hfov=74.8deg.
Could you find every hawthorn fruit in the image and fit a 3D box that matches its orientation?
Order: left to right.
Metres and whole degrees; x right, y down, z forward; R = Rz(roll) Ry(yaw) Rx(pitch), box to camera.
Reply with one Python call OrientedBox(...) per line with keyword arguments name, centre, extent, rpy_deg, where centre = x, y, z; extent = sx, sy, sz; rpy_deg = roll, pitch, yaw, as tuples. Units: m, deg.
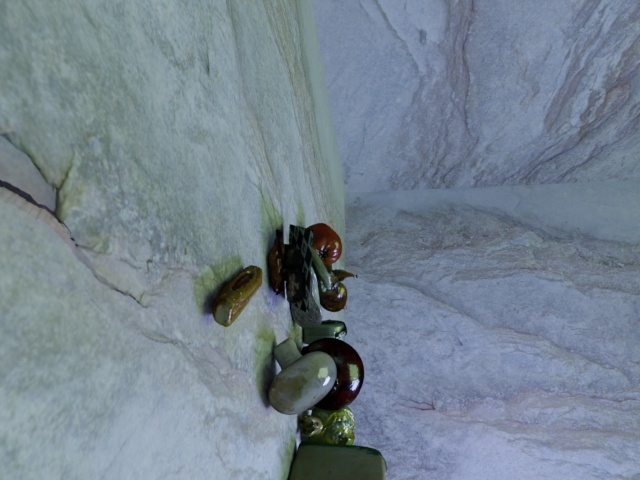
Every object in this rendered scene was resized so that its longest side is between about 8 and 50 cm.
OrientedBox(name="hawthorn fruit", centre=(0.000, 0.000, 1.933), extent=(0.226, 0.196, 0.197), rpy_deg=(-100, -179, -49))

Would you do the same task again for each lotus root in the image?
OrientedBox(name="lotus root", centre=(0.067, 0.312, 2.334), extent=(0.314, 0.169, 0.141), rpy_deg=(83, 26, -47))

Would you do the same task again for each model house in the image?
OrientedBox(name="model house", centre=(0.079, 1.016, 1.588), extent=(0.335, 0.381, 0.343), rpy_deg=(-65, 147, -66))

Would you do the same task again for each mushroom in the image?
OrientedBox(name="mushroom", centre=(-0.079, 0.433, 1.368), extent=(0.243, 0.243, 0.244), rpy_deg=(-2, 90, -81))

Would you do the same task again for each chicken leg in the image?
OrientedBox(name="chicken leg", centre=(-0.146, 0.075, 1.390), extent=(0.089, 0.048, 0.219), rpy_deg=(-58, 146, -81))

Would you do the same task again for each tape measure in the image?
OrientedBox(name="tape measure", centre=(0.031, 0.426, 1.985), extent=(0.235, 0.206, 0.115), rpy_deg=(19, 67, -78))

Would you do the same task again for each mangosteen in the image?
OrientedBox(name="mangosteen", centre=(0.036, 0.549, 1.736), extent=(0.311, 0.310, 0.312), rpy_deg=(-2, 90, -81))

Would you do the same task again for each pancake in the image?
OrientedBox(name="pancake", centre=(-0.031, 0.110, 1.771), extent=(0.254, 0.037, 0.254), rpy_deg=(53, -18, 24))

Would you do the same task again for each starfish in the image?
OrientedBox(name="starfish", centre=(0.095, 0.171, 2.429), extent=(0.384, 0.132, 0.398), rpy_deg=(116, -41, -61))

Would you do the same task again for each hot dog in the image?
OrientedBox(name="hot dog", centre=(-0.196, 0.123, 1.014), extent=(0.289, 0.068, 0.083), rpy_deg=(-69, 180, -78))

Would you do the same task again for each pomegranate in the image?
OrientedBox(name="pomegranate", centre=(0.019, 0.822, 1.840), extent=(0.301, 0.235, 0.236), rpy_deg=(24, 58, -39))

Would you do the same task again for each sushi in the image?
OrientedBox(name="sushi", centre=(-0.102, 0.088, 1.459), extent=(0.294, 0.059, 0.293), rpy_deg=(-172, -95, -71))

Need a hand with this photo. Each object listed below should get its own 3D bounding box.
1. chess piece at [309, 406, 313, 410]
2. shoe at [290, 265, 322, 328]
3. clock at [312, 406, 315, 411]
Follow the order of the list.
OrientedBox(name="chess piece", centre=(-0.019, 0.639, 1.964), extent=(0.301, 0.137, 0.137), rpy_deg=(-63, 152, -50))
OrientedBox(name="shoe", centre=(-0.062, 0.202, 1.712), extent=(0.159, 0.124, 0.317), rpy_deg=(-92, 177, -60))
OrientedBox(name="clock", centre=(0.010, 0.816, 2.219), extent=(0.319, 0.066, 0.319), rpy_deg=(-2, 90, -81))
